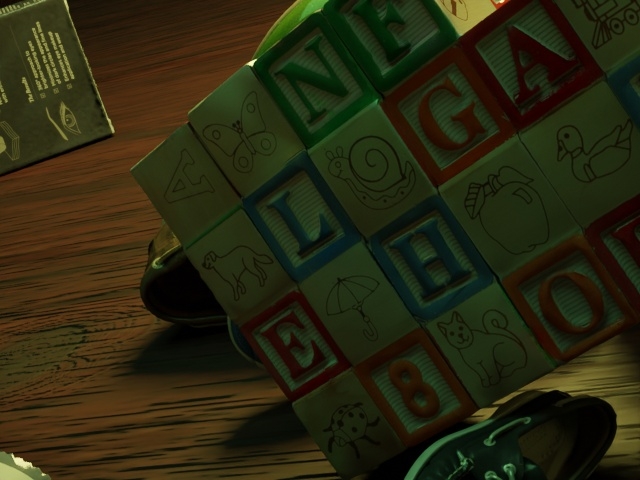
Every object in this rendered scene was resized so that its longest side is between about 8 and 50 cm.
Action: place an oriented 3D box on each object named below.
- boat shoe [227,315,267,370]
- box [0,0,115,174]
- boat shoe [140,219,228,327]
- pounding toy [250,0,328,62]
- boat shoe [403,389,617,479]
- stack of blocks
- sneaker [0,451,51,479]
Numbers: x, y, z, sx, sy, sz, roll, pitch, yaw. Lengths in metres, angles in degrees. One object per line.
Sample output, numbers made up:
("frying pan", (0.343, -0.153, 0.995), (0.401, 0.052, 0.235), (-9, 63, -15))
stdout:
("boat shoe", (0.044, 0.032, 0.782), (0.183, 0.066, 0.066), (-6, 14, 5))
("box", (-0.319, -0.163, 1.554), (0.158, 0.156, 0.093), (-21, 17, -9))
("boat shoe", (0.004, 0.007, 0.862), (0.257, 0.095, 0.095), (-15, 27, 35))
("pounding toy", (0.073, -0.083, 0.974), (0.237, 0.183, 0.110), (-21, 43, -21))
("boat shoe", (0.074, 0.094, 0.584), (0.038, 0.046, 0.125), (-8, 11, 42))
("stack of blocks", (0.080, -0.043, 0.598), (0.297, 0.171, 0.087), (-34, -1, 37))
("sneaker", (-0.263, 0.159, 0.598), (0.319, 0.112, 0.131), (-14, 15, 15))
